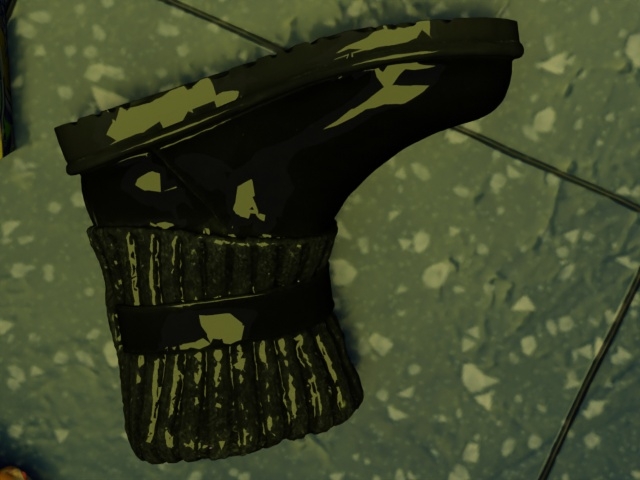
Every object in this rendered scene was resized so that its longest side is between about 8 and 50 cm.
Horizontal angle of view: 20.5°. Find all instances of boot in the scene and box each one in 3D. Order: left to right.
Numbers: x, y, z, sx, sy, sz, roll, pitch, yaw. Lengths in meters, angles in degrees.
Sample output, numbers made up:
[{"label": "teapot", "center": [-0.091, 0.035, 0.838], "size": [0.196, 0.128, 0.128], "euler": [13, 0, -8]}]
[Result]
[{"label": "boot", "center": [0.000, 0.000, 1.230], "size": [0.348, 0.131, 0.260], "euler": [-16, 92, 15]}]

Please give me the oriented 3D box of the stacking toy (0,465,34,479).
[{"label": "stacking toy", "center": [-0.331, 0.142, 1.268], "size": [0.302, 0.175, 0.165], "euler": [24, 98, -14]}]

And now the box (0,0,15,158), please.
[{"label": "box", "center": [-0.254, -0.142, 1.254], "size": [0.059, 0.054, 0.169], "euler": [-2, 99, 1]}]
